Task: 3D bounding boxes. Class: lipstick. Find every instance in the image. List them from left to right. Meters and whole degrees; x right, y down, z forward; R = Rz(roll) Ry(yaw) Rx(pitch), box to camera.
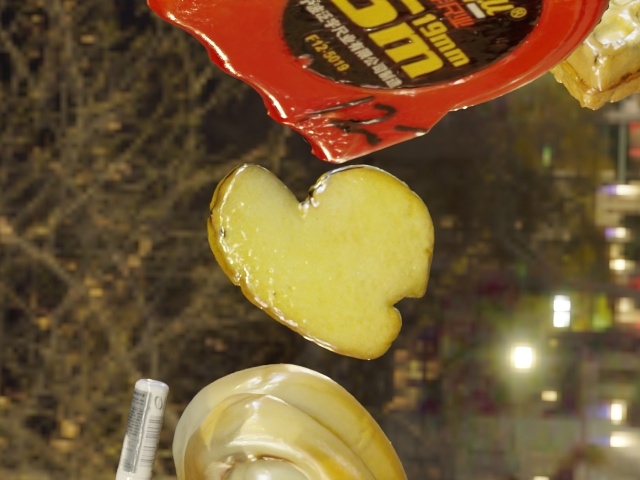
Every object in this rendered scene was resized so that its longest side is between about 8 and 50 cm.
[{"bbox_3d":[-0.198,0.224,1.893,0.040,0.040,0.141,1,-79,-80],"label":"lipstick"}]

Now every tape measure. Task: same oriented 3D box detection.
[{"bbox_3d":[0.042,-0.162,0.964,0.253,0.260,0.114,37,-140,-52],"label":"tape measure"}]

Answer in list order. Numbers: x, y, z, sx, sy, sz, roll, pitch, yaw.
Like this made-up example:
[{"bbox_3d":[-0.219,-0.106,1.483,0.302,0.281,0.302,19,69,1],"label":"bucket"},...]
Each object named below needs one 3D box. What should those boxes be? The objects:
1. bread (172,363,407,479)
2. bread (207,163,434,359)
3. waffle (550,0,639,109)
[{"bbox_3d":[-0.055,0.376,2.161,0.245,0.329,0.423,-33,-67,-68],"label":"bread"},{"bbox_3d":[0.000,0.000,1.374,0.149,0.188,0.065,-57,6,-8],"label":"bread"},{"bbox_3d":[0.355,-0.275,1.834,0.224,0.328,0.098,49,156,37],"label":"waffle"}]
